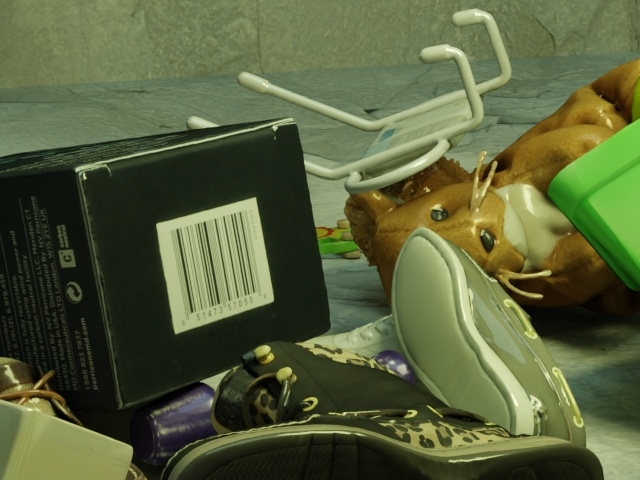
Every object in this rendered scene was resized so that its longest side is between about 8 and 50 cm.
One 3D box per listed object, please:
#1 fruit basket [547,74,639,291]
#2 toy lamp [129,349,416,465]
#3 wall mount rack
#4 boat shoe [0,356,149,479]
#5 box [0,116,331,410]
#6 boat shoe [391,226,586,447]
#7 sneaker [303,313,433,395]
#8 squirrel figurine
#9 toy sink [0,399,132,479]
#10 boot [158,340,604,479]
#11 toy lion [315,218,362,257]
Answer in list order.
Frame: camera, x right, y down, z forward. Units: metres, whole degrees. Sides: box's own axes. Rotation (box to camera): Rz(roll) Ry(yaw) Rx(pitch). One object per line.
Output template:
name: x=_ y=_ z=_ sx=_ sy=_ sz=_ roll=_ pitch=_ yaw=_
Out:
fruit basket: x=0.401 y=-0.112 z=1.842 sx=0.392 sy=0.392 sz=0.283 roll=9 pitch=-18 yaw=32
toy lamp: x=-0.041 y=0.153 z=1.712 sx=0.274 sy=0.080 sz=0.080 roll=-7 pitch=16 yaw=-33
wall mount rack: x=0.040 y=-0.143 z=2.049 sx=0.304 sy=0.130 sz=0.350 roll=-18 pitch=12 yaw=18
boat shoe: x=-0.266 y=0.158 z=1.576 sx=0.123 sy=0.123 sz=0.342 roll=-12 pitch=19 yaw=-43
box: x=-0.241 y=0.024 z=1.787 sx=0.395 sy=0.212 sz=0.293 roll=-5 pitch=8 yaw=39
boat shoe: x=0.149 y=0.101 z=1.749 sx=0.091 sy=0.109 sz=0.305 roll=10 pitch=32 yaw=-27
sneaker: x=0.080 y=0.104 z=1.883 sx=0.228 sy=0.092 sz=0.087 roll=1 pitch=15 yaw=6
squirrel figurine: x=0.189 y=-0.004 z=2.109 sx=0.370 sy=0.281 sz=0.397 roll=-22 pitch=8 yaw=-32
toy sink: x=-0.245 y=0.219 z=1.257 sx=0.152 sy=0.234 sz=0.131 roll=9 pitch=-13 yaw=34
boot: x=-0.003 y=0.170 z=1.492 sx=0.377 sy=0.138 sz=0.284 roll=-1 pitch=13 yaw=-32
toy lion: x=0.000 y=0.000 z=2.440 sx=0.096 sy=0.034 sz=0.100 roll=-8 pitch=15 yaw=-4
